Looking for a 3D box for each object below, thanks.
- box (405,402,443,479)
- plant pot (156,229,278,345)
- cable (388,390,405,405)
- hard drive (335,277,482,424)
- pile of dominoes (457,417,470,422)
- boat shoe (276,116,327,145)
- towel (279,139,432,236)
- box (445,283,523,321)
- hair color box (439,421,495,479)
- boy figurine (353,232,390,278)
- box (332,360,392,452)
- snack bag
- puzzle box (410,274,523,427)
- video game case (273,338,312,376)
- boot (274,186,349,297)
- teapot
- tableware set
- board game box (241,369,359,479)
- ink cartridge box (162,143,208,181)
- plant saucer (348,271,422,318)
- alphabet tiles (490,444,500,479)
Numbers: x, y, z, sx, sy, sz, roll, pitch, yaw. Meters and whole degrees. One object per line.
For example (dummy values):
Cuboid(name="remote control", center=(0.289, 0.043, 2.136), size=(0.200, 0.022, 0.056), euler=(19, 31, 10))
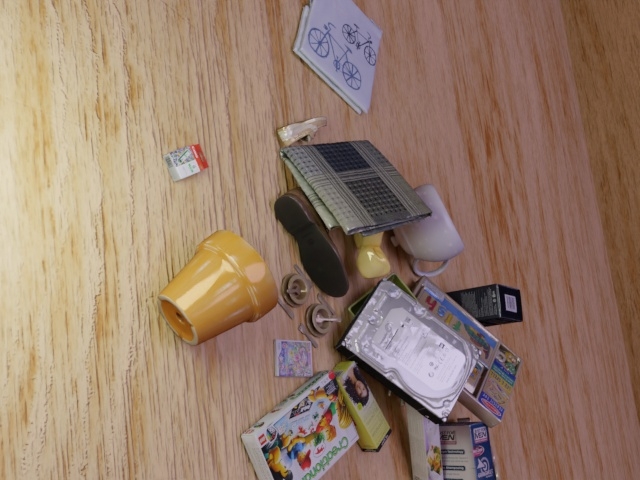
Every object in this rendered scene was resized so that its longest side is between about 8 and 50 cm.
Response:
Cuboid(name="box", center=(0.285, 0.535, 1.941), size=(0.063, 0.067, 0.324), euler=(-15, 103, -39))
Cuboid(name="plant pot", center=(-0.223, 0.112, 1.461), size=(0.188, 0.205, 0.205), euler=(-39, 109, -31))
Cuboid(name="cable", center=(0.237, 0.331, 2.037), size=(0.139, 0.072, 0.287), euler=(28, 45, -22))
Cuboid(name="hard drive", center=(0.237, 0.287, 1.864), size=(0.339, 0.064, 0.237), euler=(38, 62, -1))
Cuboid(name="pile of dominoes", center=(0.446, 0.663, 2.131), size=(0.196, 0.040, 0.251), euler=(46, 38, -76))
Cuboid(name="boat shoe", center=(-0.044, -0.287, 1.876), size=(0.170, 0.063, 0.059), euler=(-24, 100, -40))
Cuboid(name="towel", center=(0.092, -0.139, 1.843), size=(0.312, 0.056, 0.324), euler=(-11, 52, -38))
Cuboid(name="box", center=(0.511, 0.212, 2.246), size=(0.153, 0.207, 0.108), euler=(15, 68, -47))
Cuboid(name="hair color box", center=(0.397, 0.693, 1.997), size=(0.105, 0.174, 0.347), euler=(6, 74, -47))
Cuboid(name="boy figurine", center=(0.143, -0.037, 1.929), size=(0.092, 0.177, 0.285), euler=(5, 67, -18))
Cuboid(name="box", center=(0.098, 0.429, 1.824), size=(0.087, 0.058, 0.232), euler=(-45, 114, -45))
Cuboid(name="snack bag", center=(0.060, -0.594, 2.102), size=(0.323, 0.037, 0.342), euler=(34, 55, -39))
Cuboid(name="puzzle box", center=(0.394, 0.316, 2.067), size=(0.409, 0.052, 0.272), euler=(40, 44, -1))
Cuboid(name="video game case", center=(-0.065, 0.286, 1.715), size=(0.122, 0.011, 0.087), euler=(12, 70, -46))
Cuboid(name="boot", center=(0.000, 0.000, 1.811), size=(0.305, 0.112, 0.115), euler=(62, 31, -12))
Cuboid(name="teapot", center=(0.300, -0.030, 2.104), size=(0.256, 0.187, 0.252), euler=(64, 10, 13))
Cuboid(name="tableware set", center=(-0.025, 0.162, 1.776), size=(0.194, 0.039, 0.128), euler=(53, 45, -24))
Cuboid(name="board game box", center=(-0.039, 0.460, 1.660), size=(0.305, 0.053, 0.193), euler=(-31, 103, -49))
Cuboid(name="ink cartridge box", center=(-0.291, -0.178, 1.580), size=(0.115, 0.029, 0.062), euler=(-32, 103, -48))
Cuboid(name="plant saucer", center=(0.190, 0.212, 1.938), size=(0.188, 0.045, 0.188), euler=(-35, 84, -27))
Cuboid(name="alphabet tiles", center=(0.506, 0.736, 2.097), size=(0.278, 0.021, 0.284), euler=(80, 4, -51))
